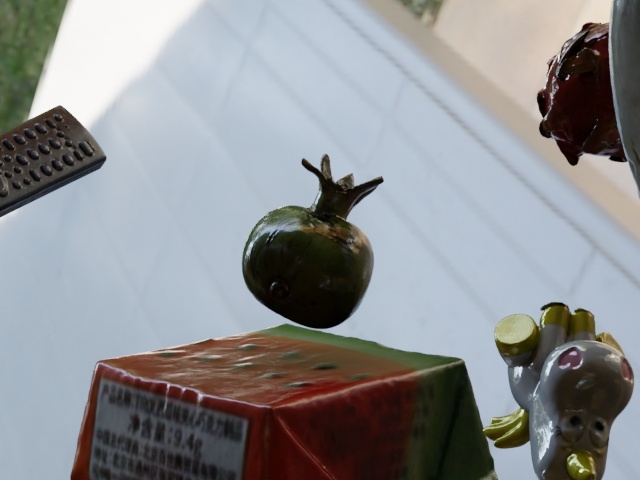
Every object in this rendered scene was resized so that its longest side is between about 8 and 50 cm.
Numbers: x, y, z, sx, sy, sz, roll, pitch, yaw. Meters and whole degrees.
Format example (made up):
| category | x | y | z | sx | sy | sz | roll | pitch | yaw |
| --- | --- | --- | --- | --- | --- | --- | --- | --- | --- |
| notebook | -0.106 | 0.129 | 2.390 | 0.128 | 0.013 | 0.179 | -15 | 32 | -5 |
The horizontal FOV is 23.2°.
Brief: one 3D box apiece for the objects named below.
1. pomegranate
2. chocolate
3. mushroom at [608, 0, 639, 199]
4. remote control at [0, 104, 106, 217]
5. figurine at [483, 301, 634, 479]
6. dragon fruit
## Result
| category | x | y | z | sx | sy | sz | roll | pitch | yaw |
| --- | --- | --- | --- | --- | --- | --- | --- | --- | --- |
| pomegranate | 0.000 | 0.000 | 1.749 | 0.191 | 0.152 | 0.131 | -61 | -15 | -5 |
| chocolate | -0.042 | 0.208 | 1.732 | 0.360 | 0.341 | 0.161 | 7 | 101 | 46 |
| mushroom | 0.271 | -0.170 | 1.108 | 0.128 | 0.128 | 0.350 | -130 | 34 | -58 |
| remote control | -0.181 | -0.030 | 0.838 | 0.043 | 0.152 | 0.027 | 44 | 134 | 12 |
| figurine | 0.185 | 0.128 | 1.164 | 0.178 | 0.109 | 0.130 | -118 | 49 | -68 |
| dragon fruit | 0.275 | -0.142 | 1.440 | 0.166 | 0.133 | 0.136 | -60 | -2 | 32 |
